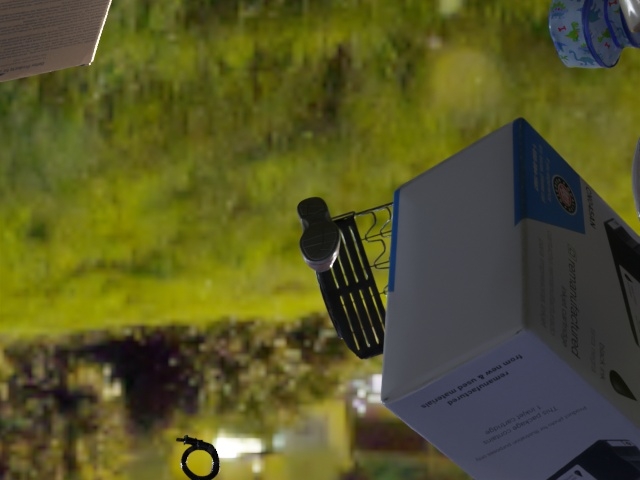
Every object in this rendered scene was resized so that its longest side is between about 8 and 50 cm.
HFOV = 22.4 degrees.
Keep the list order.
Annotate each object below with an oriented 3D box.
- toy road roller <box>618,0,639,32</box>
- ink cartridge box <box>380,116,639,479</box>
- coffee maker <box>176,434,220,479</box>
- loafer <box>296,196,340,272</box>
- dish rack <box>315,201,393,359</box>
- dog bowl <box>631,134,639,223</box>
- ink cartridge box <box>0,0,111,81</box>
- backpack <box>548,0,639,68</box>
[{"bbox_3d":[0.417,-0.300,1.385,0.330,0.202,0.241,-23,174,36],"label":"toy road roller"},{"bbox_3d":[0.247,0.123,1.528,0.166,0.285,0.395,-31,124,30],"label":"ink cartridge box"},{"bbox_3d":[-0.163,0.308,1.744,0.120,0.171,0.178,29,162,-19],"label":"coffee maker"},{"bbox_3d":[0.000,0.000,1.728,0.045,0.039,0.125,-13,-146,1],"label":"loafer"},{"bbox_3d":[0.129,0.031,2.079,0.272,0.208,0.074,-17,174,-21],"label":"dish rack"},{"bbox_3d":[0.576,-0.085,2.150,0.349,0.348,0.102,-1,169,27],"label":"dog bowl"},{"bbox_3d":[-0.390,-0.314,2.141,0.235,0.193,0.088,-20,-124,-45],"label":"ink cartridge box"},{"bbox_3d":[0.273,-0.224,1.547,0.084,0.114,0.105,12,151,38],"label":"backpack"}]
